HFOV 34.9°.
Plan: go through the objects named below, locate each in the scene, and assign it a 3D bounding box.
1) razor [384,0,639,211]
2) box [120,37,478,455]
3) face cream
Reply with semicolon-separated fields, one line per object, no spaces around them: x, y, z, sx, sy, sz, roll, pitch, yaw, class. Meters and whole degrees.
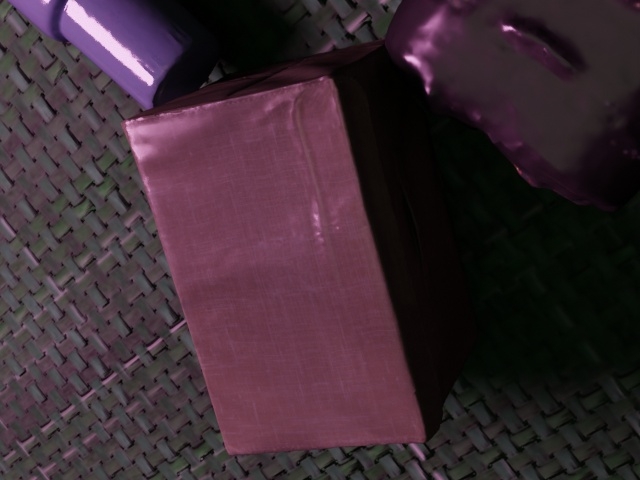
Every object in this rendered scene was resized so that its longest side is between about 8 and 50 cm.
0.186;-0.180;0.551;0.189;0.107;0.327;39;118;5;razor
0.000;0.000;0.672;0.155;0.149;0.231;-10;106;25;box
-0.230;-0.237;0.716;0.385;0.086;0.136;42;119;8;face cream
